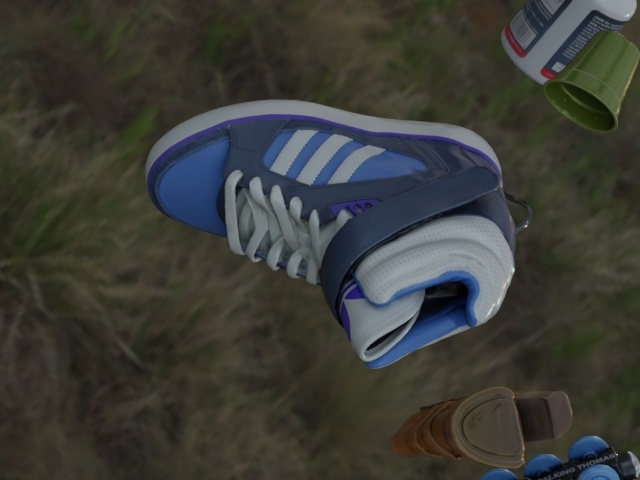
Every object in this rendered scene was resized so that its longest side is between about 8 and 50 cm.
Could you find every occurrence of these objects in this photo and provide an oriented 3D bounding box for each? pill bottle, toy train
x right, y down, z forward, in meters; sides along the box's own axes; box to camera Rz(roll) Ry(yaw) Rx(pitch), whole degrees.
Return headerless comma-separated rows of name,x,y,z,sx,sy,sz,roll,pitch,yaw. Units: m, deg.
pill bottle,0.303,-0.273,1.874,0.108,0.180,0.108,27,34,-20
toy train,0.237,0.269,1.603,0.080,0.184,0.105,-91,158,-66

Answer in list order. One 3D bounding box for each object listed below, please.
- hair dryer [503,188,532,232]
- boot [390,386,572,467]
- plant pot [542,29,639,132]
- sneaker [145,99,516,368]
hair dryer,0.050,-0.056,1.663,0.293,0.080,0.223,32,21,35
boot,0.125,0.178,1.486,0.197,0.152,0.073,4,77,-54
plant pot,0.274,-0.162,1.581,0.083,0.083,0.079,38,75,-16
sneaker,0.000,0.000,1.333,0.323,0.130,0.236,2,39,3
